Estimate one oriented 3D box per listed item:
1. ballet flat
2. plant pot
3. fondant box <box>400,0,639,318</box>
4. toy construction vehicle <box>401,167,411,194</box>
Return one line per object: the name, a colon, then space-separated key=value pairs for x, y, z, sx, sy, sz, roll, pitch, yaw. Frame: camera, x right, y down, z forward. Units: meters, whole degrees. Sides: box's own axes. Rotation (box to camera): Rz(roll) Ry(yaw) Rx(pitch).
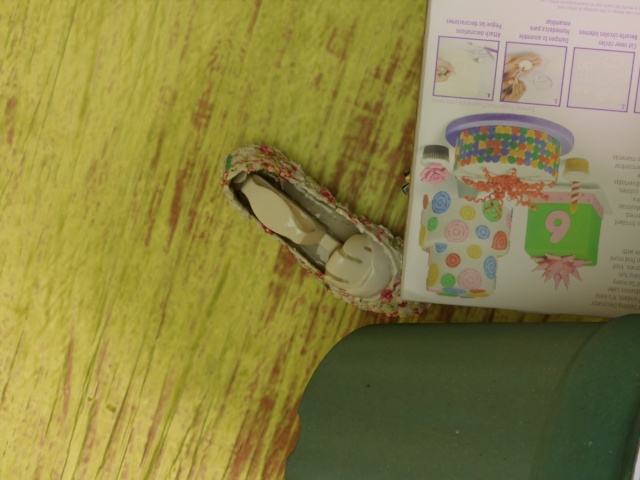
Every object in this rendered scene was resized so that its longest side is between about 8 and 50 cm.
ballet flat: x=0.000 y=0.000 z=1.378 sx=0.241 sy=0.077 sz=0.091 roll=35 pitch=108 yaw=2
plant pot: x=0.172 y=0.207 z=1.243 sx=0.334 sy=0.341 sz=0.341 roll=4 pitch=106 yaw=34
fondant box: x=0.201 y=-0.105 z=1.274 sx=0.238 sy=0.096 sz=0.330 roll=5 pitch=104 yaw=1
toy construction vehicle: x=0.120 y=-0.038 z=1.361 sx=0.098 sy=0.035 sz=0.086 roll=-31 pitch=95 yaw=18
